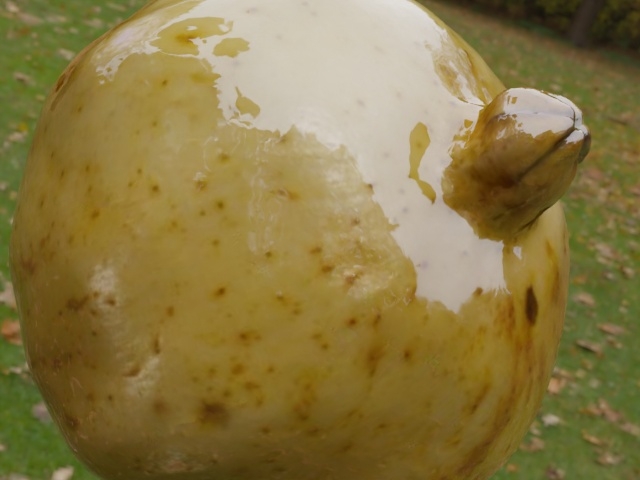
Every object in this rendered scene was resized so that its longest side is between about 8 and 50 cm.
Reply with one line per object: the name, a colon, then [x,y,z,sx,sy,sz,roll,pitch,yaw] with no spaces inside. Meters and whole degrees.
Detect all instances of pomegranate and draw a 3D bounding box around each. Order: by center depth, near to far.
pomegranate: [0.000,0.000,0.780,0.410,0.410,0.410,17,15,-5]
